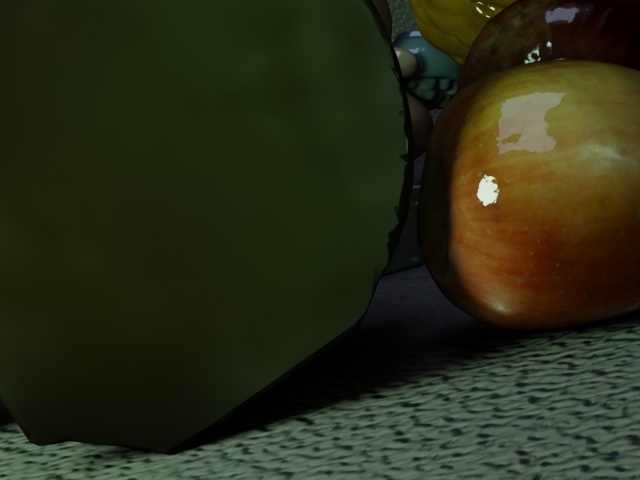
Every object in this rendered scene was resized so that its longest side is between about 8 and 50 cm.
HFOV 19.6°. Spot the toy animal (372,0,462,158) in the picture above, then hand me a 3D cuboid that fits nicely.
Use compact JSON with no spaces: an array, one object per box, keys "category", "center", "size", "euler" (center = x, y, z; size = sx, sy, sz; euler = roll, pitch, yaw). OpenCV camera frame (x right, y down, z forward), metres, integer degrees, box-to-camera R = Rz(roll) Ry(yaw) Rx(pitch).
[{"category":"toy animal","center":[0.003,-0.152,1.790],"size":[0.229,0.221,0.210],"euler":[-46,13,2]}]

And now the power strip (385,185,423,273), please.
[{"category":"power strip","center":[0.000,0.000,1.455],"size":[0.175,0.075,0.042],"euler":[-15,12,-14]}]

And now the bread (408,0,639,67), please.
[{"category":"bread","center":[0.284,-0.227,1.661],"size":[0.398,0.215,0.398],"euler":[13,-19,5]}]

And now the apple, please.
[{"category":"apple","center":[0.157,-0.029,1.159],"size":[0.199,0.199,0.199],"euler":[-13,10,2]}]

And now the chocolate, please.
[{"category":"chocolate","center":[-0.094,-0.040,1.216],"size":[0.326,0.314,0.297],"euler":[-36,-6,-4]}]

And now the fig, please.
[{"category":"fig","center":[0.207,-0.102,1.493],"size":[0.205,0.205,0.205],"euler":[-13,10,2]}]
